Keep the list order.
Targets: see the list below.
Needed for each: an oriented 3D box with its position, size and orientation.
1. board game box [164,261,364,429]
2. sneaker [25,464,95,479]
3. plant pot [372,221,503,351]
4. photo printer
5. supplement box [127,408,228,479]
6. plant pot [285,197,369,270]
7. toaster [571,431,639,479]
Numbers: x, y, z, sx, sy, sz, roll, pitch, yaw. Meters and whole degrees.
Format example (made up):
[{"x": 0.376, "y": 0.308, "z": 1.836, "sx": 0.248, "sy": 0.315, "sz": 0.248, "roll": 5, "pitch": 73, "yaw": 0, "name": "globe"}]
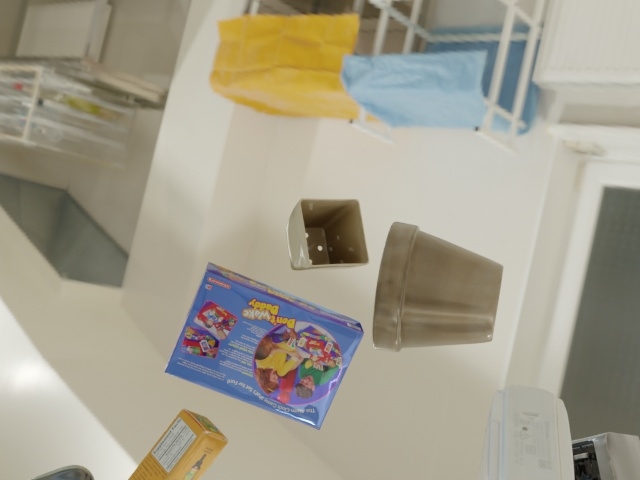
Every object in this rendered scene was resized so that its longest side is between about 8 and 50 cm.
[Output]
[{"x": -0.116, "y": 0.220, "z": 1.749, "sx": 0.347, "sy": 0.233, "sz": 0.078, "roll": 23, "pitch": -170, "yaw": -9, "name": "board game box"}, {"x": -0.402, "y": 0.367, "z": 1.101, "sx": 0.222, "sy": 0.083, "sz": 0.118, "roll": -25, "pitch": -174, "yaw": -15, "name": "sneaker"}, {"x": 0.292, "y": 0.133, "z": 2.059, "sx": 0.280, "sy": 0.323, "sz": 0.323, "roll": 10, "pitch": 176, "yaw": 11, "name": "plant pot"}, {"x": 0.248, "y": 0.381, "z": 1.082, "sx": 0.107, "sy": 0.308, "sz": 0.256, "roll": 7, "pitch": -153, "yaw": 9, "name": "photo printer"}, {"x": -0.270, "y": 0.413, "z": 1.484, "sx": 0.080, "sy": 0.233, "sz": 0.078, "roll": 39, "pitch": 178, "yaw": 38, "name": "supplement box"}, {"x": 0.000, "y": 0.000, "z": 1.347, "sx": 0.109, "sy": 0.109, "sz": 0.096, "roll": -1, "pitch": 164, "yaw": -30, "name": "plant pot"}, {"x": 0.422, "y": 0.375, "z": 1.333, "sx": 0.168, "sy": 0.110, "sz": 0.185, "roll": -25, "pitch": 152, "yaw": 37, "name": "toaster"}]
